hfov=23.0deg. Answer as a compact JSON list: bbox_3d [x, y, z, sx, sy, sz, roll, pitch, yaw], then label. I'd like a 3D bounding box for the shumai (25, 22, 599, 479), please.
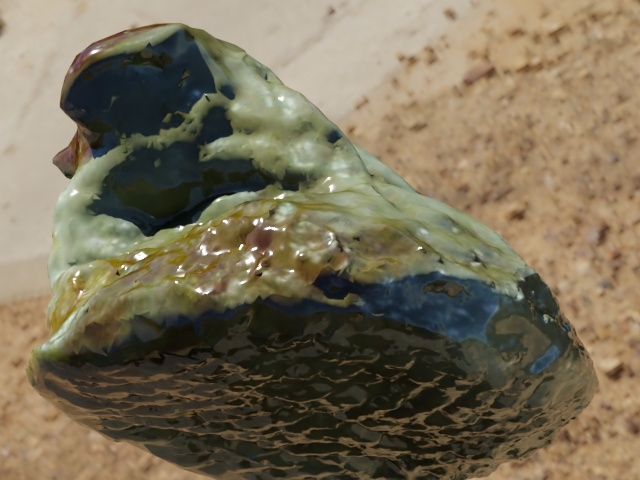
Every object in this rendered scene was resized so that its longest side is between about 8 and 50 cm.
[{"bbox_3d":[0.000,0.000,0.753,0.271,0.222,0.204,13,63,-8],"label":"shumai"}]
